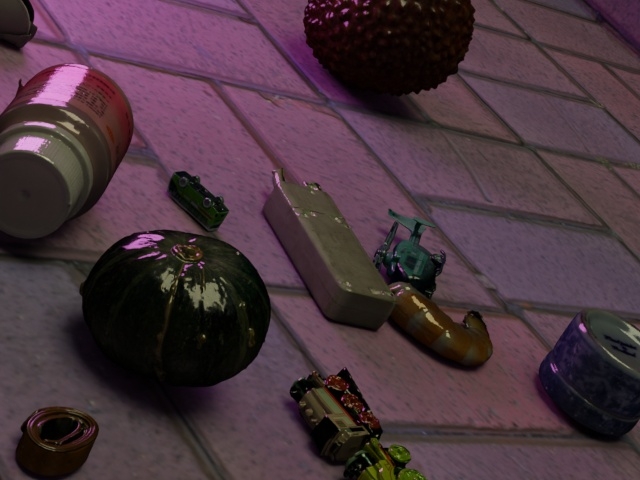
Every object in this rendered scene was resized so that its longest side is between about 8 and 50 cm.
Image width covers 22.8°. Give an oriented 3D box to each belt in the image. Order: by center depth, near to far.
[{"bbox_3d":[-0.236,0.178,1.408,0.059,0.036,0.083,32,22,16],"label":"belt"}]

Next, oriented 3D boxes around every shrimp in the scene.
[{"bbox_3d":[0.158,0.096,2.037,0.161,0.049,0.166,39,23,9],"label":"shrimp"}]

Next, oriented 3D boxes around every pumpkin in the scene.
[{"bbox_3d":[-0.144,0.068,1.592,0.190,0.146,0.190,25,27,-13],"label":"pumpkin"}]

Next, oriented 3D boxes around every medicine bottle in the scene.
[{"bbox_3d":[-0.293,-0.096,1.736,0.147,0.147,0.247,29,24,-8],"label":"medicine bottle"}]

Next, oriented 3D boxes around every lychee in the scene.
[{"bbox_3d":[0.109,-0.374,2.608,0.304,0.275,0.275,31,23,-12],"label":"lychee"}]

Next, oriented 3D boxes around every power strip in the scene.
[{"bbox_3d":[0.000,0.000,2.019,0.093,0.053,0.288,13,30,-35],"label":"power strip"}]

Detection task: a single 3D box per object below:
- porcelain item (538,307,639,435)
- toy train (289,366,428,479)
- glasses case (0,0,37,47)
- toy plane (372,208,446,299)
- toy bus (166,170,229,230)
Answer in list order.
[{"bbox_3d":[0.366,0.173,2.055,0.147,0.114,0.147,27,26,-14],"label":"porcelain item"},{"bbox_3d":[0.049,0.225,1.645,0.085,0.053,0.249,1,38,-41],"label":"toy train"},{"bbox_3d":[-0.508,-0.349,2.031,0.308,0.083,0.128,18,28,-30],"label":"glasses case"},{"bbox_3d":[0.117,0.026,2.117,0.096,0.060,0.235,19,28,3],"label":"toy plane"},{"bbox_3d":[-0.152,-0.051,1.951,0.083,0.037,0.031,41,26,21],"label":"toy bus"}]
